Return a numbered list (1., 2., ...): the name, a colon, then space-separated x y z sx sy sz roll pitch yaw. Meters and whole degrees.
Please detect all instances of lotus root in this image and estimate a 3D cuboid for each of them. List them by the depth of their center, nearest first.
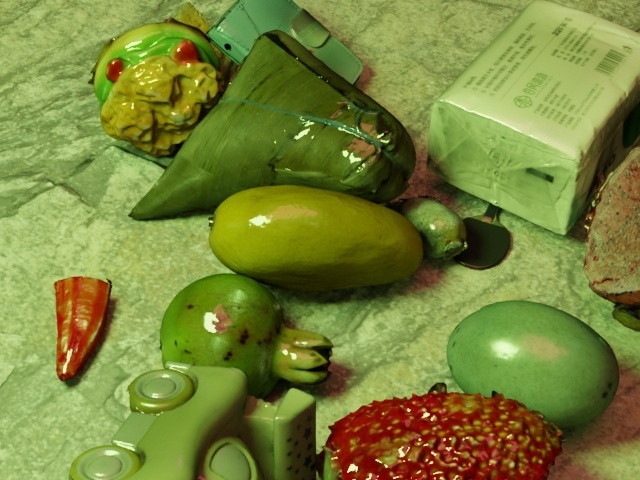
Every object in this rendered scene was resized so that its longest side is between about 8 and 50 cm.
1. lotus root: 0.167 -0.027 1.877 0.088 0.088 0.165 -30 41 -22

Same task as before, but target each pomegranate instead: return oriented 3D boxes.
1. pomegranate: -0.117 0.144 1.689 0.190 0.159 0.241 -38 61 -25

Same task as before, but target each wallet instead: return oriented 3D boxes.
1. wallet: -0.057 -0.323 2.076 0.250 0.075 0.176 40 51 -7

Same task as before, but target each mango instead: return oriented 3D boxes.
1. mango: -0.001 -0.003 1.765 0.331 0.195 0.142 2 70 -10

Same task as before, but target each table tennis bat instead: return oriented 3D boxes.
1. table tennis bat: 0.259 -0.016 1.910 0.095 0.014 0.158 16 53 17

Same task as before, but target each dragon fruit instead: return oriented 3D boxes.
1. dragon fruit: 0.558 0.024 1.732 0.263 0.296 0.314 27 43 -21

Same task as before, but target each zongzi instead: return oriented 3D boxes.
1. zongzi: -0.070 -0.098 1.866 0.393 0.174 0.356 -48 55 -5

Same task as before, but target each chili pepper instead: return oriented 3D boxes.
1. chili pepper: -0.360 0.135 1.769 0.088 0.065 0.169 1 53 3

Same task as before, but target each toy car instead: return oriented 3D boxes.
1. toy car: -0.154 0.321 1.444 0.226 0.242 0.336 8 30 14

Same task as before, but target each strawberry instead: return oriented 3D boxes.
1. strawberry: 0.140 0.264 1.517 0.306 0.138 0.233 -31 50 2

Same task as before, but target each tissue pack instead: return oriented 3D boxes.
1. tissue pack: 0.369 -0.211 1.951 0.266 0.194 0.356 27 51 22

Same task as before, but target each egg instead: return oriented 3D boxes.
1. egg: 0.288 0.169 1.646 0.236 0.169 0.169 18 52 15

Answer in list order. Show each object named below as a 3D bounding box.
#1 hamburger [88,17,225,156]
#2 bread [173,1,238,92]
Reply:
1. hamburger: -0.262 -0.239 1.985 0.237 0.237 0.149 -13 54 -9
2. bread: -0.251 -0.314 2.158 0.160 0.169 0.140 -20 34 41
